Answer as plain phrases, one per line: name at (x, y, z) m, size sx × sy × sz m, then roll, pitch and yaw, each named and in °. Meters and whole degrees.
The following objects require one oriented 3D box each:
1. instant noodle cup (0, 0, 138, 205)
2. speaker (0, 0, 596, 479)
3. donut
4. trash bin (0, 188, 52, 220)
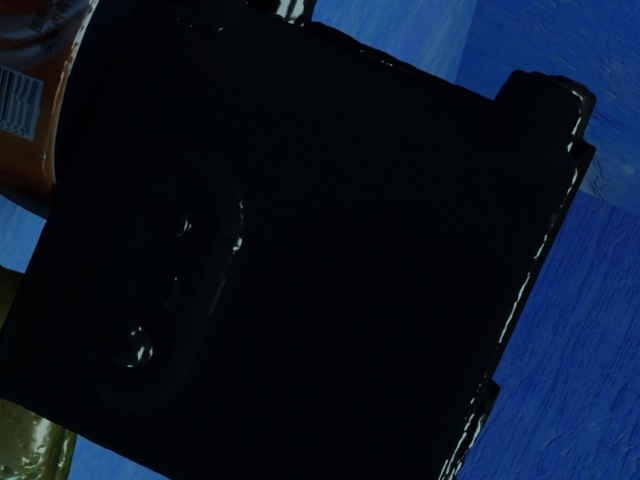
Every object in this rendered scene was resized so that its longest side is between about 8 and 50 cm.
instant noodle cup at (-0.172, -0.139, 0.869) m, size 0.250 × 0.192 × 0.250 m, roll -61°, pitch 170°, yaw -19°
speaker at (0.000, 0.000, 0.874) m, size 0.254 × 0.232 × 0.184 m, roll -66°, pitch 172°, yaw 10°
donut at (-0.246, 0.128, 1.275) m, size 0.261 × 0.128 × 0.208 m, roll 107°, pitch -6°, yaw -58°
trash bin at (-0.132, -0.069, 1.274) m, size 0.182 × 0.209 × 0.290 m, roll -63°, pitch 166°, yaw 1°
